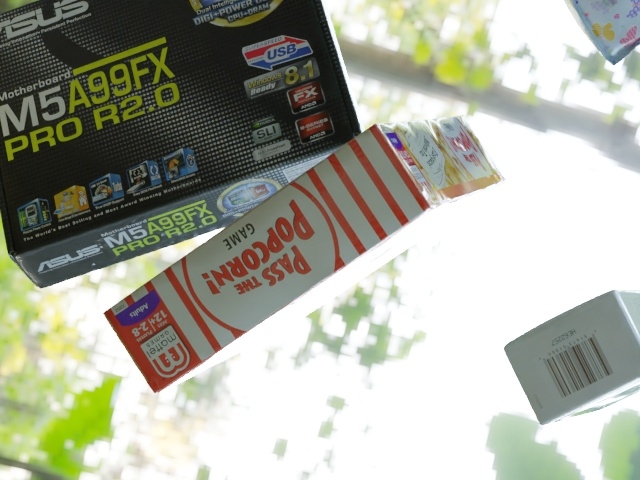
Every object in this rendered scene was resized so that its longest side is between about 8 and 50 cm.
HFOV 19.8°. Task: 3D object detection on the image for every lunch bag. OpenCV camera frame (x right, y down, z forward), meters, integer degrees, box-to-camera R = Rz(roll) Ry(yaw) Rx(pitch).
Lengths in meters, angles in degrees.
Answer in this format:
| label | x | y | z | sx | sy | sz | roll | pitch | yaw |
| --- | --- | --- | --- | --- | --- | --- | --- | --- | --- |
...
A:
| label | x | y | z | sx | sy | sz | roll | pitch | yaw |
| --- | --- | --- | --- | --- | --- | --- | --- | --- | --- |
| lunch bag | 0.175 | -0.165 | 1.158 | 0.053 | 0.083 | 0.071 | -34 | -143 | 11 |

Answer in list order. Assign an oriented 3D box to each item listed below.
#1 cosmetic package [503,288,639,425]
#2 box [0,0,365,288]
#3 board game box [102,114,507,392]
| label | x | y | z | sx | sy | sz | roll | pitch | yaw |
| --- | --- | --- | --- | --- | --- | --- | --- | --- | --- |
| cosmetic package | 0.260 | 0.103 | 1.669 | 0.117 | 0.231 | 0.085 | -28 | -100 | 18 |
| box | -0.115 | -0.106 | 1.365 | 0.060 | 0.270 | 0.216 | 62 | 11 | -60 |
| board game box | 0.000 | 0.000 | 0.849 | 0.147 | 0.045 | 0.193 | -34 | 176 | 16 |
